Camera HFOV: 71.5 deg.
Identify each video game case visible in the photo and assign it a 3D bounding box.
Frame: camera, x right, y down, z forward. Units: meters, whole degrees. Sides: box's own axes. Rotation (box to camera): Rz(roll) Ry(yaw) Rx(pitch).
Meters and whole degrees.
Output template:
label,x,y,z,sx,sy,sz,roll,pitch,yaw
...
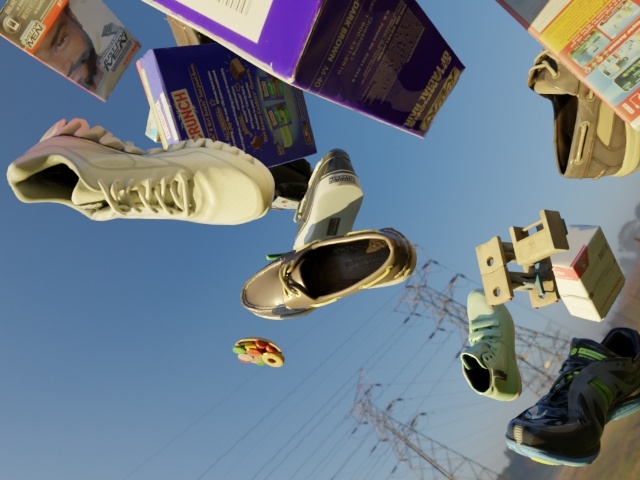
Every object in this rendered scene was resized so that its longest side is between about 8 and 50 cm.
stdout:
label,x,y,z,sx,sy,sz,roll,pitch,yaw
video game case,0.344,-0.293,0.493,0.025,0.285,0.204,5,-41,-42

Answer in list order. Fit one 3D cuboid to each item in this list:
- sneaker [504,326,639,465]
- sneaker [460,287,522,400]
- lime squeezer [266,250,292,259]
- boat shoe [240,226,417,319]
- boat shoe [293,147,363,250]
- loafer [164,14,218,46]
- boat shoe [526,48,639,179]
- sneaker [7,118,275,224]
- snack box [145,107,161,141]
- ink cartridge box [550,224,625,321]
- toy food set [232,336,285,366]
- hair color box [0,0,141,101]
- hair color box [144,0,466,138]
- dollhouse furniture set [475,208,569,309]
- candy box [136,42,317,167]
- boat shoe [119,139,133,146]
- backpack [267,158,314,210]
label,x,y,z,sx,sy,sz,roll,pitch,yaw
sneaker,0.223,0.128,0.385,0.188,0.067,0.078,-18,-83,-28
sneaker,0.359,0.214,0.973,0.094,0.256,0.151,-29,-34,37
lime squeezer,0.000,0.000,1.260,0.310,0.059,0.110,-32,-25,-6
boat shoe,-0.008,0.056,0.734,0.096,0.324,0.117,19,-123,-62
boat shoe,0.003,-0.051,0.870,0.113,0.105,0.306,-3,-32,-9
loafer,-0.280,-0.436,1.137,0.133,0.130,0.367,-37,-57,-40
boat shoe,0.401,-0.262,0.684,0.132,0.130,0.356,-58,-47,-80
sneaker,-0.199,-0.061,0.506,0.118,0.291,0.110,-75,-7,-62
snack box,-0.402,-0.424,1.448,0.321,0.060,0.187,-23,-36,-54
ink cartridge box,0.717,0.087,1.202,0.159,0.092,0.218,-48,-67,-17
toy food set,-0.105,0.188,0.747,0.083,0.082,0.020,65,-155,-45
hair color box,-0.278,-0.232,0.510,0.093,0.053,0.167,-56,3,1
hair color box,0.011,-0.204,0.446,0.338,0.185,0.110,-13,-46,-60
dollhouse furniture set,0.413,0.045,0.837,0.129,0.129,0.184,5,-23,-20
candy box,-0.189,-0.279,0.962,0.317,0.122,0.269,-22,-75,-35
boat shoe,-0.521,-0.217,1.104,0.081,0.227,0.080,10,-92,-31
backpack,-0.150,-0.247,1.936,0.263,0.213,0.277,10,-113,-32
